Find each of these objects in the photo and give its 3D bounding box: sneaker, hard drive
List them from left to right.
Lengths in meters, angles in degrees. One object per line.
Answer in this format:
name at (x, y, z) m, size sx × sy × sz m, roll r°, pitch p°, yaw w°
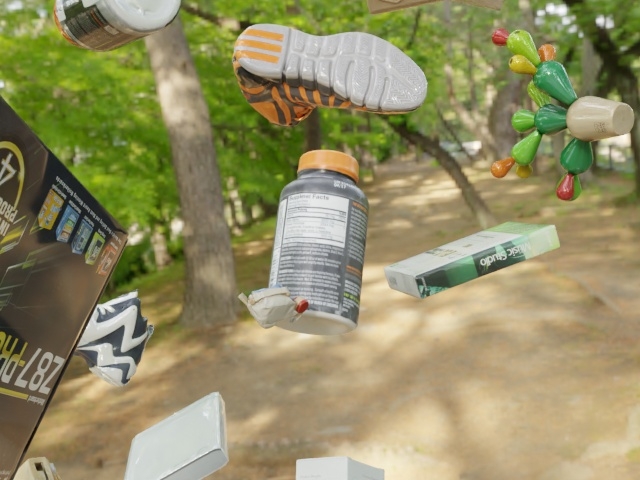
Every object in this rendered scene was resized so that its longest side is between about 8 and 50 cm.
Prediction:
sneaker at (-0.380, 0.122, 1.527) m, size 0.094 × 0.235 × 0.153 m, roll -21°, pitch 33°, yaw 59°
hard drive at (-0.271, 0.393, 1.704) m, size 0.203 × 0.040 × 0.307 m, roll -29°, pitch 11°, yaw -2°
sneaker at (0.013, -0.259, 1.514) m, size 0.321 × 0.125 × 0.180 m, roll 16°, pitch -20°, yaw 1°

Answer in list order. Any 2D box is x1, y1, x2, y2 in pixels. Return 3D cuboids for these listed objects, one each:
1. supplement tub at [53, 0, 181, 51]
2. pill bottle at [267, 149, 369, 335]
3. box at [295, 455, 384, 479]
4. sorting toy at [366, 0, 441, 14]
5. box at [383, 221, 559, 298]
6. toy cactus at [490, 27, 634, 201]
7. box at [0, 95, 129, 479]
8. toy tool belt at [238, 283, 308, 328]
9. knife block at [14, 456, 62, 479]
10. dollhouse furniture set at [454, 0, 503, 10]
supplement tub at (-0.275, -0.316, 1.198) m, size 0.117 × 0.117 × 0.190 m, roll -10°, pitch 5°, yaw -38°
pill bottle at (0.000, 0.000, 1.264) m, size 0.130 × 0.246 × 0.130 m, roll 6°, pitch -19°, yaw 2°
box at (0.030, 0.423, 1.365) m, size 0.091 × 0.171 × 0.130 m, roll -11°, pitch -27°, yaw 28°
sorting toy at (0.168, -0.514, 1.679) m, size 0.192 × 0.038 × 0.208 m, roll -9°, pitch -32°, yaw 10°
box at (0.318, 0.038, 1.942) m, size 0.321 × 0.059 × 0.232 m, roll -21°, pitch 7°, yaw -10°
toy cactus at (0.268, -0.138, 1.025) m, size 0.112 × 0.219 × 0.180 m, roll -20°, pitch 15°, yaw -24°
box at (-0.315, 0.067, 0.780) m, size 0.097 × 0.318 × 0.395 m, roll 22°, pitch -14°, yaw 8°
toy tool belt at (-0.058, 0.073, 1.114) m, size 0.051 × 0.052 × 0.083 m, roll 36°, pitch 28°, yaw 31°
knife block at (-0.419, 0.401, 1.143) m, size 0.242 × 0.088 × 0.276 m, roll -23°, pitch -28°, yaw -16°
dollhouse furniture set at (0.243, -0.573, 1.463) m, size 0.303 × 0.356 × 0.174 m, roll 7°, pitch 16°, yaw -30°
